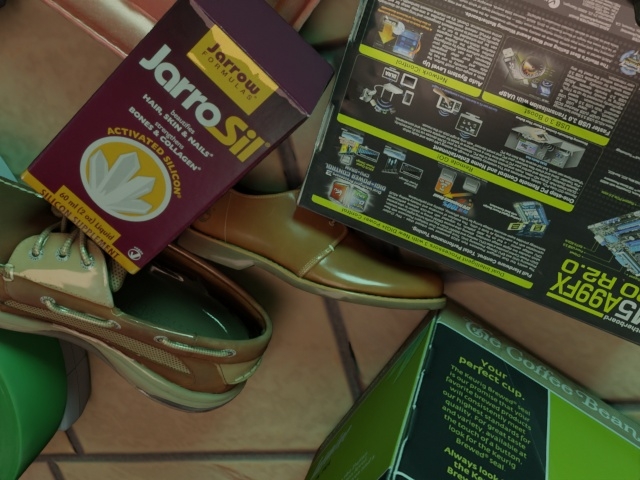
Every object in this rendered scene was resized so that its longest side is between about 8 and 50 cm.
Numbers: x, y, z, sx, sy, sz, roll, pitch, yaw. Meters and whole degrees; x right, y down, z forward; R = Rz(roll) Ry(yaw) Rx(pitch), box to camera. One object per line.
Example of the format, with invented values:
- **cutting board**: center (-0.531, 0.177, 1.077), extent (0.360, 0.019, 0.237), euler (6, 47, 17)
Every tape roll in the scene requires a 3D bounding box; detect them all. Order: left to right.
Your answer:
- **tape roll**: center (-0.392, 0.106, 0.734), extent (0.321, 0.077, 0.321), euler (8, 119, 15)

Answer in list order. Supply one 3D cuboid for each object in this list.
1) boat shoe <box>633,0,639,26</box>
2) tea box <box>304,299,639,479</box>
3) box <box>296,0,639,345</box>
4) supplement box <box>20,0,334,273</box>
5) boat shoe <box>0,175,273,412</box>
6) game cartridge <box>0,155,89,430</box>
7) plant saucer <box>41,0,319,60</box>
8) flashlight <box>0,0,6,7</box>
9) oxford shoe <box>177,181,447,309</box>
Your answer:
- **boat shoe**: center (0.239, -0.118, 0.417), extent (0.152, 0.056, 0.049), euler (13, 87, 14)
- **tea box**: center (0.140, 0.271, 0.559), extent (0.329, 0.323, 0.220), euler (33, 122, 0)
- **box**: center (0.140, -0.072, 0.529), extent (0.270, 0.060, 0.216), euler (22, 123, 6)
- **supplement box**: center (-0.096, -0.077, 0.538), extent (0.104, 0.081, 0.188), euler (43, 121, -15)
- **boat shoe**: center (-0.179, 0.017, 0.631), extent (0.324, 0.123, 0.116), euler (29, 135, -18)
- **game cartridge**: center (-0.332, 0.048, 0.758), extent (0.198, 0.062, 0.297), euler (-5, 116, 16)
- **plant saucer**: center (-0.096, -0.243, 0.511), extent (0.259, 0.047, 0.258), euler (36, 123, -9)
- **flashlight**: center (-0.384, -0.155, 0.638), extent (0.304, 0.103, 0.103), euler (-14, 137, 23)
- **oxford shoe**: center (0.000, 0.000, 0.612), extent (0.212, 0.076, 0.076), euler (18, 96, 4)
